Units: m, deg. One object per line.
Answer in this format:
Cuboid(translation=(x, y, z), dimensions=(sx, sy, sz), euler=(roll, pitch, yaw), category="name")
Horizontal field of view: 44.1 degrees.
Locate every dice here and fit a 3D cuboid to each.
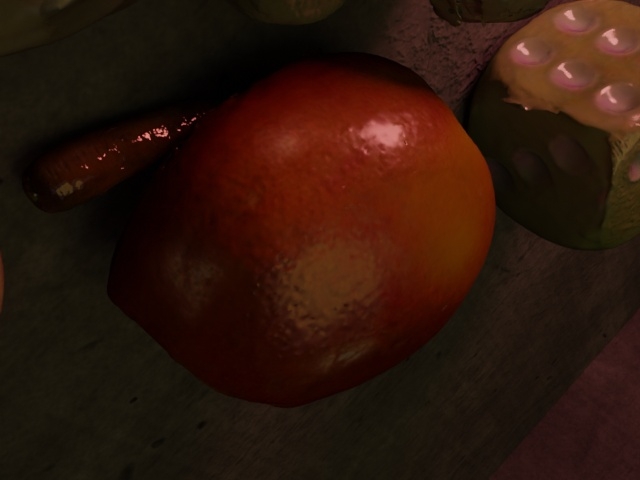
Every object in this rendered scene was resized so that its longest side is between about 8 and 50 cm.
Cuboid(translation=(0.370, -0.156, 1.091), dimensions=(0.254, 0.252, 0.250), euler=(-38, 143, -18), category="dice")

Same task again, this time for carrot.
Cuboid(translation=(-0.160, -0.091, 0.730), dimensions=(0.247, 0.059, 0.059), euler=(-30, 141, -32), category="carrot")

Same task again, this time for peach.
Cuboid(translation=(0.000, 0.000, 0.773), dimensions=(0.380, 0.242, 0.306), euler=(-39, 147, -9), category="peach")

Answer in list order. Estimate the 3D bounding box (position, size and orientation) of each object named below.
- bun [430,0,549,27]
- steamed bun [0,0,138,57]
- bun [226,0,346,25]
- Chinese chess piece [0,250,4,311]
Cuboid(translation=(0.140, -0.311, 0.732), dimensions=(0.141, 0.239, 0.239), euler=(-8, 135, -5), category="bun")
Cuboid(translation=(-0.182, -0.240, 0.324), dimensions=(0.342, 0.255, 0.368), euler=(4, 125, -21), category="steamed bun")
Cuboid(translation=(-0.020, -0.285, 0.648), dimensions=(0.221, 0.108, 0.221), euler=(-44, 158, -23), category="bun")
Cuboid(translation=(-0.367, 0.039, 0.576), dimensions=(0.257, 0.104, 0.257), euler=(-29, 140, -28), category="Chinese chess piece")
